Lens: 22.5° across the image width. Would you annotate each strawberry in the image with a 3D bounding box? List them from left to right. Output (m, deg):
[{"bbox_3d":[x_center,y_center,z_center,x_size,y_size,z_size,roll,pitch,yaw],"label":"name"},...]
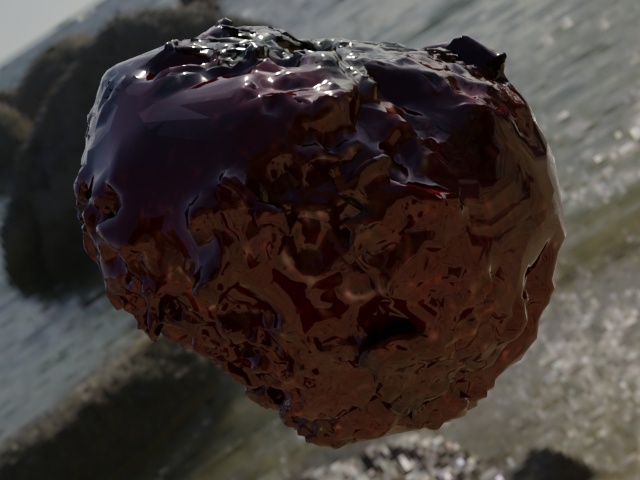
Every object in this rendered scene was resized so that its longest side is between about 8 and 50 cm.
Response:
[{"bbox_3d":[0.000,0.000,0.871,0.274,0.220,0.274,1,16,0],"label":"strawberry"}]
